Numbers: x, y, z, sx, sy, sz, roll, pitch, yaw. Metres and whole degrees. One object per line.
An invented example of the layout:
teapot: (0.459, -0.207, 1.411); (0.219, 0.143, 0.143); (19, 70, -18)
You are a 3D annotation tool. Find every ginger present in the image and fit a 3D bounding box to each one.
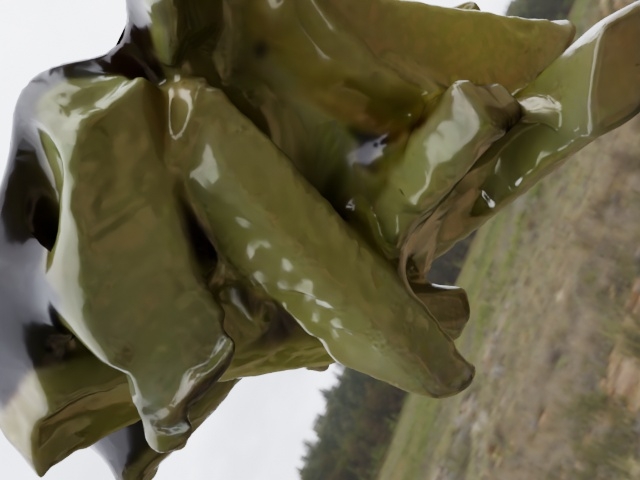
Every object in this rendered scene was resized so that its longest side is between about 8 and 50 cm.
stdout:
ginger: (0.000, 0.000, 0.582); (0.413, 0.211, 0.358); (-55, -28, 1)
